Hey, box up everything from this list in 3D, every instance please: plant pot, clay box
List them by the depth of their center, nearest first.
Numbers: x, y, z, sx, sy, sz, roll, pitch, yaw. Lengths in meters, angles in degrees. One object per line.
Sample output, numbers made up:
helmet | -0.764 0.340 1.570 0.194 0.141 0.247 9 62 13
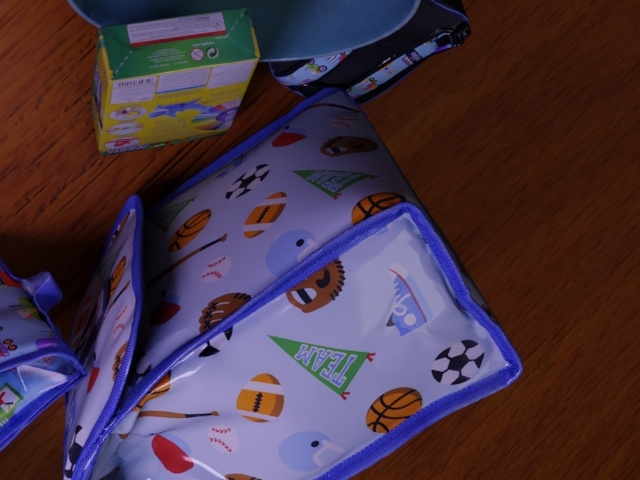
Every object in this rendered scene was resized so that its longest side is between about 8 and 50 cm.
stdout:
plant pot | -0.061 -0.290 1.148 0.290 0.290 0.196 13 72 -40
clay box | -0.134 -0.134 1.221 0.127 0.222 0.053 -10 80 -14

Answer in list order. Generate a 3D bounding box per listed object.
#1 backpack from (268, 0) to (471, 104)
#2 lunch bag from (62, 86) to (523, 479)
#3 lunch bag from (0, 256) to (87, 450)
backpack | 0.033 -0.214 1.340 0.158 0.117 0.173 22 133 -41
lunch bag | -0.069 0.071 1.239 0.385 0.328 0.239 -33 114 6
lunch bag | -0.353 0.103 1.166 0.293 0.221 0.138 -32 131 -17
